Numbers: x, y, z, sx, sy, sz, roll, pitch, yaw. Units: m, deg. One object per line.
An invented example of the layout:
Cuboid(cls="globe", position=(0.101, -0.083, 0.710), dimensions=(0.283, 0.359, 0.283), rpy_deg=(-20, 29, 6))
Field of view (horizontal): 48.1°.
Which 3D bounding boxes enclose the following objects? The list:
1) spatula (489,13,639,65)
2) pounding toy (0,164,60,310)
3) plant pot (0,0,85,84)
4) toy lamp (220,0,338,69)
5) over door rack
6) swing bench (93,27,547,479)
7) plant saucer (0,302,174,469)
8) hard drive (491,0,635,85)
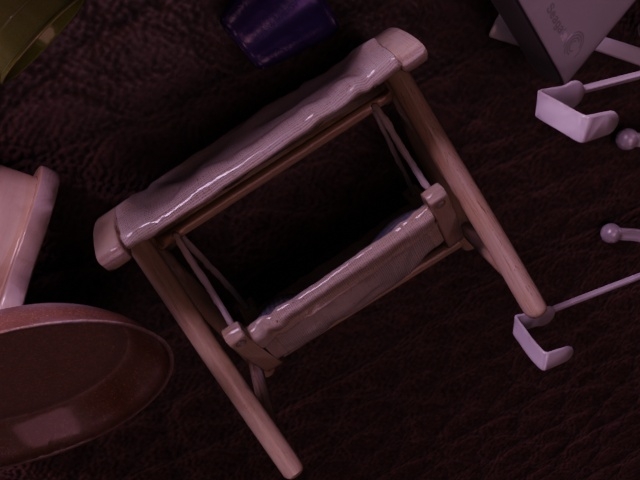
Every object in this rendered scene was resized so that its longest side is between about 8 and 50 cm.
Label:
Cuboid(cls="spatula", position=(0.279, -0.230, 0.629), dimensions=(0.241, 0.019, 0.168), rpy_deg=(8, 114, -22))
Cuboid(cls="pounding toy", position=(-0.286, 0.005, 0.503), dimensions=(0.154, 0.154, 0.269), rpy_deg=(21, 128, -27))
Cuboid(cls="plant pot", position=(-0.213, -0.160, 0.473), dimensions=(0.083, 0.083, 0.079), rpy_deg=(-45, 110, 8))
Cuboid(cls="toy lamp", position=(0.045, -0.229, 0.515), dimensions=(0.274, 0.080, 0.080), rpy_deg=(-39, 122, 6))
Cuboid(cls="over door rack", position=(0.288, -0.065, 0.648), dimensions=(0.324, 0.108, 0.240), rpy_deg=(-24, 128, -27))
Cuboid(cls="swing bench", position=(0.000, 0.000, 0.578), dimensions=(0.253, 0.165, 0.255), rpy_deg=(-32, 115, 1))
Cuboid(cls="plant saucer", position=(-0.199, 0.096, 0.481), dimensions=(0.198, 0.036, 0.199), rpy_deg=(-19, 150, -12))
Cuboid(cls="hard drive", position=(0.235, -0.290, 0.515), dimensions=(0.308, 0.040, 0.203), rpy_deg=(-51, 138, 5))
